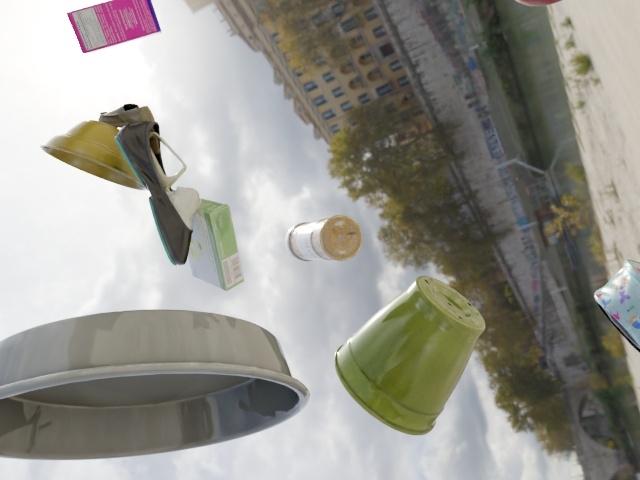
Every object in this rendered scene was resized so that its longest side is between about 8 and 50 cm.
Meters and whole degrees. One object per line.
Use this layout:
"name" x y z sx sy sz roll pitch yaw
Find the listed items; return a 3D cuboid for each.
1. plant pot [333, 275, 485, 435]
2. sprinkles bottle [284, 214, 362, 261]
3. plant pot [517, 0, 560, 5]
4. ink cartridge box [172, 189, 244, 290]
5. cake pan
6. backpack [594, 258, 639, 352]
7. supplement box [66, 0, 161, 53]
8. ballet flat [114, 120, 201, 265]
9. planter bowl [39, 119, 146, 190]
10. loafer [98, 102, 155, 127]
"plant pot" 0.283 0.306 1.702 0.366 0.353 0.366 28 -159 -12
"sprinkles bottle" 0.000 0.000 1.641 0.121 0.121 0.355 68 162 -5
"plant pot" 0.361 -0.597 0.995 0.265 0.272 0.273 20 -131 -36
"ink cartridge box" -0.260 -0.008 1.190 0.056 0.235 0.171 -31 -57 -39
"cake pan" -0.157 0.134 0.504 0.293 0.293 0.054 40 -146 -55
"backpack" 0.660 0.139 1.085 0.225 0.191 0.253 10 -151 -36
"supplement box" -0.556 -0.592 1.578 0.111 0.219 0.114 -128 21 -68
"ballet flat" -0.281 -0.096 1.057 0.095 0.096 0.281 84 161 -87
"planter bowl" -0.441 -0.184 1.176 0.217 0.217 0.090 33 -107 -60
"loafer" -0.387 -0.251 1.165 0.056 0.147 0.050 -24 -60 -60
